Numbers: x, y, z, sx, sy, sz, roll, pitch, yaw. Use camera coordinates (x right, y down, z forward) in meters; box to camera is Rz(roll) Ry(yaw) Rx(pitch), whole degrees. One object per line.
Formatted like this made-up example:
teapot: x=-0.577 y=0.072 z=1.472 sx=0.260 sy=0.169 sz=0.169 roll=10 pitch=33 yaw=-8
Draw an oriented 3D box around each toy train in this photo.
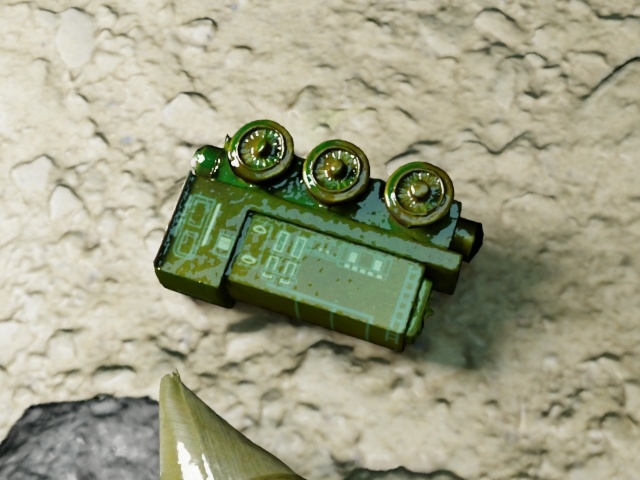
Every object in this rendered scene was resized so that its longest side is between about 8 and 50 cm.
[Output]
toy train: x=0.000 y=0.000 z=0.730 sx=0.225 sy=0.090 sz=0.137 roll=17 pitch=73 yaw=11

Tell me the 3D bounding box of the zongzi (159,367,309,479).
zongzi: x=0.024 y=0.188 z=0.616 sx=0.251 sy=0.125 sz=0.274 roll=-9 pitch=58 yaw=0
